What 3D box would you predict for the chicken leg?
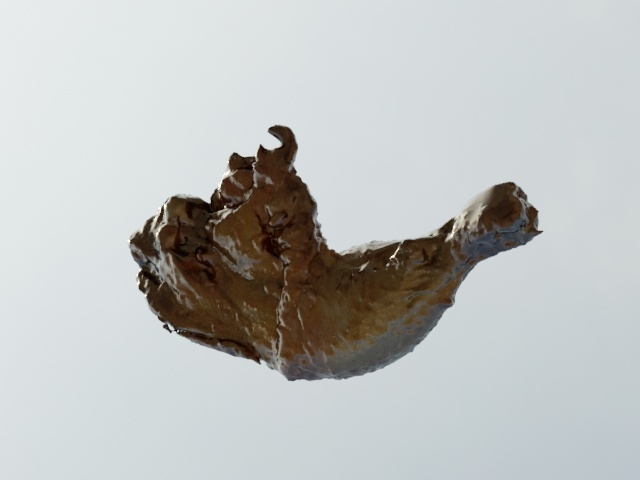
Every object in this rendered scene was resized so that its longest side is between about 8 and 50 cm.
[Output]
[{"bbox_3d":[0.000,0.013,1.051,0.322,0.177,0.083,16,-173,27],"label":"chicken leg"}]
